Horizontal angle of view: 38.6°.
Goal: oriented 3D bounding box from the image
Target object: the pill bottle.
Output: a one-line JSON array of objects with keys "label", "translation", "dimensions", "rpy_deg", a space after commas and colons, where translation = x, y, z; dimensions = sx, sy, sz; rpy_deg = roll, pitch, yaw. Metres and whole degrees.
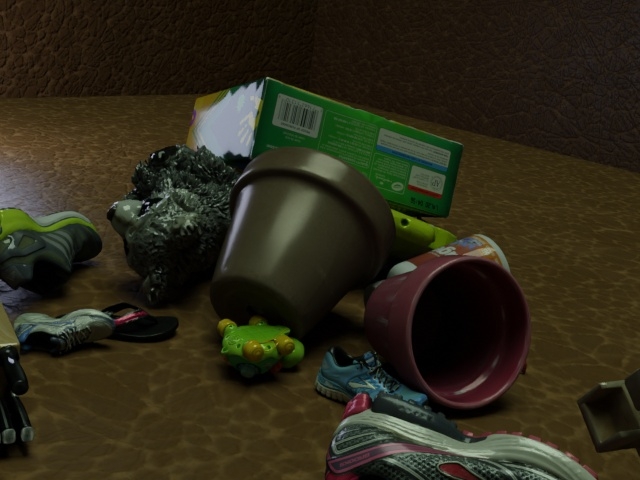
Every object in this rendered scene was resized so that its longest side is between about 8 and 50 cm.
[{"label": "pill bottle", "translation": [0.182, 0.077, 1.436], "dimensions": [0.216, 0.121, 0.121], "rpy_deg": [-20, 27, -22]}]

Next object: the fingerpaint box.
[{"label": "fingerpaint box", "translation": [-0.006, -0.168, 1.851], "dimensions": [0.444, 0.163, 0.371], "rpy_deg": [15, -5, -28]}]

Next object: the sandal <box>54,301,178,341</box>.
[{"label": "sandal", "translation": [-0.292, 0.113, 1.307], "dimensions": [0.179, 0.040, 0.067], "rpy_deg": [3, 17, -13]}]

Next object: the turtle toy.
[{"label": "turtle toy", "translation": [-0.077, 0.148, 1.238], "dimensions": [0.130, 0.066, 0.095], "rpy_deg": [-4, 21, -34]}]

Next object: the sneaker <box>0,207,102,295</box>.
[{"label": "sneaker", "translation": [-0.435, 0.028, 1.446], "dimensions": [0.121, 0.111, 0.300], "rpy_deg": [55, 16, 10]}]

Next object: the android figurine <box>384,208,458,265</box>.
[{"label": "android figurine", "translation": [0.135, -0.001, 1.649], "dimensions": [0.272, 0.056, 0.248], "rpy_deg": [24, -16, -9]}]

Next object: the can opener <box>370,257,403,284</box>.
[{"label": "can opener", "translation": [0.167, 0.078, 1.599], "dimensions": [0.186, 0.059, 0.073], "rpy_deg": [14, 60, 47]}]

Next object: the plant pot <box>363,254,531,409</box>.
[{"label": "plant pot", "translation": [0.157, 0.117, 1.259], "dimensions": [0.201, 0.202, 0.180], "rpy_deg": [-1, 3, -26]}]

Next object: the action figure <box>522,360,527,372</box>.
[{"label": "action figure", "translation": [0.250, 0.173, 1.366], "dimensions": [0.115, 0.030, 0.038], "rpy_deg": [7, 21, 6]}]

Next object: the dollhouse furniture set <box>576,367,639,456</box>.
[{"label": "dollhouse furniture set", "translation": [0.435, 0.191, 0.792], "dimensions": [0.173, 0.356, 0.303], "rpy_deg": [-1, 57, -24]}]

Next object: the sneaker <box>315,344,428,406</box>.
[{"label": "sneaker", "translation": [0.064, 0.181, 1.175], "dimensions": [0.162, 0.073, 0.063], "rpy_deg": [17, 19, 29]}]

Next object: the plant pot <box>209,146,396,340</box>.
[{"label": "plant pot", "translation": [-0.046, 0.030, 1.354], "dimensions": [0.262, 0.263, 0.229], "rpy_deg": [13, 48, 19]}]

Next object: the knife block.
[{"label": "knife block", "translation": [-0.391, 0.146, 1.073], "dimensions": [0.242, 0.088, 0.275], "rpy_deg": [12, 17, 15]}]

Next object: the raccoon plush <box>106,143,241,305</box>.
[{"label": "raccoon plush", "translation": [-0.147, -0.018, 1.559], "dimensions": [0.446, 0.216, 0.299], "rpy_deg": [1, 25, -22]}]

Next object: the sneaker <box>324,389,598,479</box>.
[{"label": "sneaker", "translation": [0.150, 0.258, 0.926], "dimensions": [0.299, 0.121, 0.112], "rpy_deg": [13, 47, 17]}]

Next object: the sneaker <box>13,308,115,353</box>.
[{"label": "sneaker", "translation": [-0.345, 0.130, 1.232], "dimensions": [0.135, 0.052, 0.058], "rpy_deg": [-4, 29, -13]}]

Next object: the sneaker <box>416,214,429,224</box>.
[{"label": "sneaker", "translation": [0.223, 0.004, 1.793], "dimensions": [0.223, 0.098, 0.083], "rpy_deg": [6, 17, -2]}]
